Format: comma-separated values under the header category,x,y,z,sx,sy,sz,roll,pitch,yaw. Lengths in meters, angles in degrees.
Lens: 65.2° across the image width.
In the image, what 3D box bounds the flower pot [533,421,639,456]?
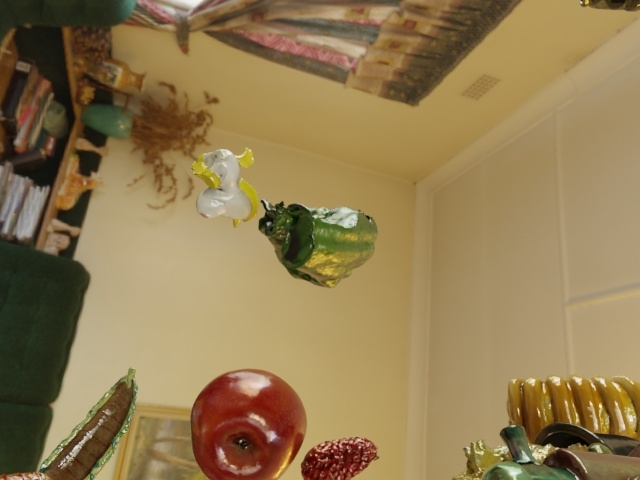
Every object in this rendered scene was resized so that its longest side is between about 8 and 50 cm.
category,x,y,z,sx,sy,sz,roll,pitch,yaw
flower pot,0.523,0.441,0.906,0.235,0.148,0.235,177,-90,-71

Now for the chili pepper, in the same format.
category,x,y,z,sx,sy,sz,roll,pitch,yaw
chili pepper,-0.005,0.010,0.995,0.385,0.213,0.167,9,82,-70

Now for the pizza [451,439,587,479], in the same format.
category,x,y,z,sx,sy,sz,roll,pitch,yaw
pizza,0.293,0.421,0.797,0.223,0.323,0.089,19,-41,41

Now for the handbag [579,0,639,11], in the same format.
category,x,y,z,sx,sy,sz,roll,pitch,yaw
handbag,0.598,-0.422,0.678,0.317,0.416,0.180,-4,107,-65

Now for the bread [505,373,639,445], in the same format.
category,x,y,z,sx,sy,sz,roll,pitch,yaw
bread,0.580,0.386,1.116,0.121,0.311,0.173,26,57,-74

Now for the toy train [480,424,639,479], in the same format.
category,x,y,z,sx,sy,sz,roll,pitch,yaw
toy train,0.259,0.252,0.380,0.221,0.304,0.150,-94,-162,-53

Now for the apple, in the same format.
category,x,y,z,sx,sy,sz,roll,pitch,yaw
apple,-0.158,0.416,1.104,0.216,0.260,0.260,70,32,-88

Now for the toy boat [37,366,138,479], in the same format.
category,x,y,z,sx,sy,sz,roll,pitch,yaw
toy boat,-0.456,0.398,1.029,0.293,0.108,0.099,-56,159,-17

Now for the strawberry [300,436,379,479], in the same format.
category,x,y,z,sx,sy,sz,roll,pitch,yaw
strawberry,0.035,0.485,1.131,0.188,0.082,0.121,-31,-167,17

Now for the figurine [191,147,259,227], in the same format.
category,x,y,z,sx,sy,sz,roll,pitch,yaw
figurine,-0.189,-0.098,1.016,0.109,0.129,0.178,46,-37,51

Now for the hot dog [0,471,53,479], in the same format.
category,x,y,z,sx,sy,sz,roll,pitch,yaw
hot dog,-0.336,0.269,0.507,0.038,0.144,0.062,-54,-127,22
